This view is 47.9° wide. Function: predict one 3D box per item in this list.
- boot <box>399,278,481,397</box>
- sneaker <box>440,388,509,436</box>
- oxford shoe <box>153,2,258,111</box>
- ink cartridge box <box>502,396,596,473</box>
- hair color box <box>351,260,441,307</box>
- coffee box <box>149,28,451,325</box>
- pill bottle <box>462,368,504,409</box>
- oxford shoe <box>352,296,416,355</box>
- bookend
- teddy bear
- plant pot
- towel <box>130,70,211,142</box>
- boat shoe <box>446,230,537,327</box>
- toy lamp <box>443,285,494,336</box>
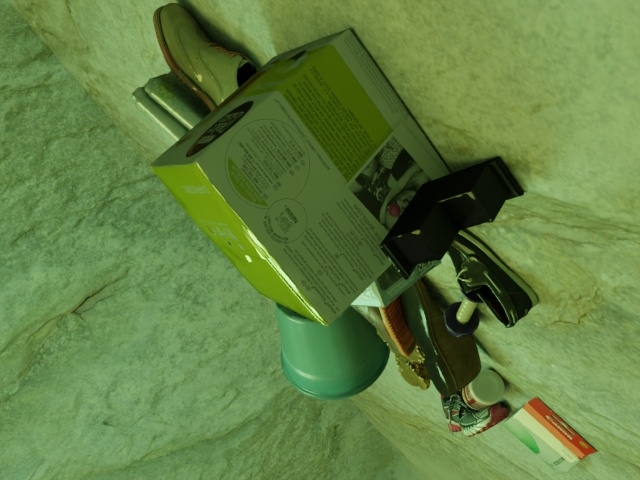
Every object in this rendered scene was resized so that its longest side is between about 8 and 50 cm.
[{"bbox_3d":[0.277,0.203,1.688,0.306,0.115,0.112,67,164,-3],"label":"boot"},{"bbox_3d":[0.407,0.465,1.979,0.112,0.120,0.299,66,161,5],"label":"sneaker"},{"bbox_3d":[-0.207,-0.367,1.536,0.146,0.140,0.397,-40,84,38],"label":"oxford shoe"},{"bbox_3d":[0.544,0.472,1.728,0.181,0.056,0.225,42,167,16],"label":"ink cartridge box"},{"bbox_3d":[0.044,0.042,1.504,0.374,0.185,0.114,-2,115,51],"label":"hair color box"},{"bbox_3d":[-0.039,-0.108,1.254,0.338,0.334,0.337,52,165,-19],"label":"coffee box"},{"bbox_3d":[0.403,0.377,1.802,0.086,0.086,0.152,43,165,16],"label":"pill bottle"},{"bbox_3d":[0.125,0.128,1.757,0.132,0.130,0.364,-14,111,40],"label":"oxford shoe"},{"bbox_3d":[0.194,-0.032,1.066,0.157,0.156,0.072,-19,117,49],"label":"bookend"},{"bbox_3d":[0.229,0.237,1.932,0.338,0.113,0.245,56,158,-6],"label":"teddy bear"},{"bbox_3d":[0.018,0.228,2.087,0.341,0.341,0.334,36,154,36],"label":"plant pot"},{"bbox_3d":[-0.249,-0.245,1.674,0.374,0.090,0.320,40,-165,-11],"label":"towel"},{"bbox_3d":[0.282,0.058,1.309,0.233,0.079,0.084,45,167,14],"label":"boat shoe"},{"bbox_3d":[0.298,0.137,1.471,0.080,0.080,0.275,41,164,19],"label":"toy lamp"}]
